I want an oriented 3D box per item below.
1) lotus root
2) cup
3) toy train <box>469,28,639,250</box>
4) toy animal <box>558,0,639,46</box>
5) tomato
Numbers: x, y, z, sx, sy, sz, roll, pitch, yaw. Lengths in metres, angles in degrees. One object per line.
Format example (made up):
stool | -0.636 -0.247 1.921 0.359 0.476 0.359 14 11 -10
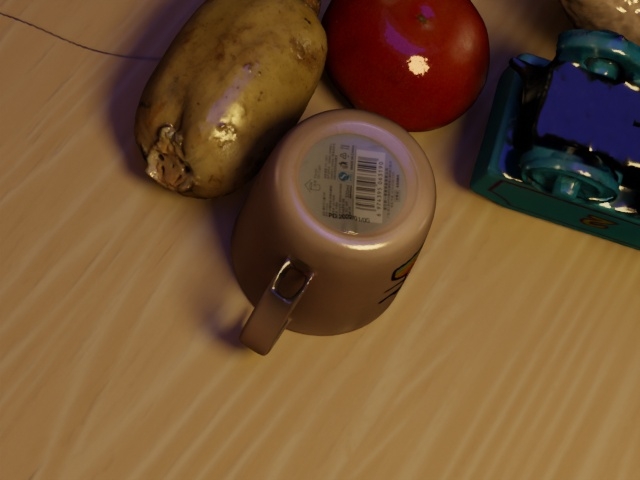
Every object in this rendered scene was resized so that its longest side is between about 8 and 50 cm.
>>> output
lotus root | -0.089 -0.173 1.873 0.160 0.146 0.284 31 65 9
cup | 0.000 0.000 1.793 0.191 0.200 0.253 34 66 3
toy train | 0.319 -0.095 1.862 0.300 0.265 0.188 18 79 -5
toy animal | 0.393 -0.257 1.972 0.358 0.188 0.226 40 20 -18
tomato | 0.095 -0.216 1.936 0.195 0.136 0.195 5 67 -11
